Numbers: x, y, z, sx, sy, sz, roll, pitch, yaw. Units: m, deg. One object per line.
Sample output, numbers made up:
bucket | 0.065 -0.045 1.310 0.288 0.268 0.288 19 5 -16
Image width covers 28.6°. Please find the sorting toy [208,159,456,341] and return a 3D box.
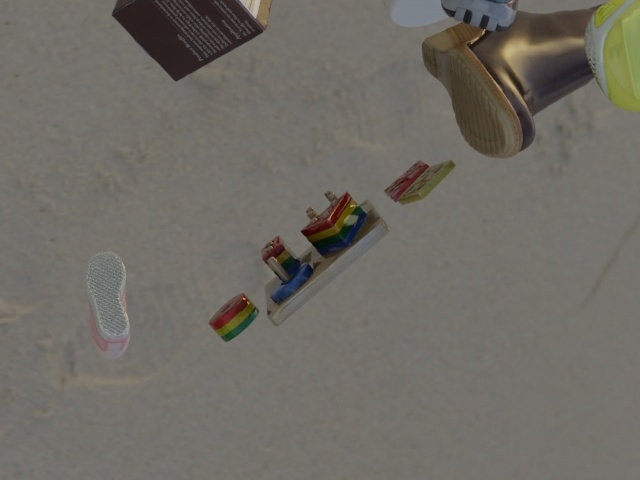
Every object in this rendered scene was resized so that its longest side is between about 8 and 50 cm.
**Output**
sorting toy | 0.000 0.000 1.151 0.046 0.274 0.132 49 4 -11

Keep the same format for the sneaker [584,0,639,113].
sneaker | 0.267 -0.065 0.763 0.240 0.126 0.091 46 37 -27

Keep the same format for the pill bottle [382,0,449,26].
pill bottle | 0.091 -0.429 1.531 0.176 0.176 0.318 1 63 -51

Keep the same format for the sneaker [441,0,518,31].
sneaker | 0.152 -0.264 1.045 0.223 0.083 0.098 -80 -175 -52

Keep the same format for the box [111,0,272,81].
box | -0.207 -0.410 2.102 0.168 0.203 0.167 47 34 -33

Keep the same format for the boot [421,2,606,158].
boot | 0.221 -0.166 1.190 0.248 0.207 0.090 -110 -170 -59

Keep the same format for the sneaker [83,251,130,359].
sneaker | -0.255 0.082 1.499 0.051 0.070 0.134 -4 51 -15
